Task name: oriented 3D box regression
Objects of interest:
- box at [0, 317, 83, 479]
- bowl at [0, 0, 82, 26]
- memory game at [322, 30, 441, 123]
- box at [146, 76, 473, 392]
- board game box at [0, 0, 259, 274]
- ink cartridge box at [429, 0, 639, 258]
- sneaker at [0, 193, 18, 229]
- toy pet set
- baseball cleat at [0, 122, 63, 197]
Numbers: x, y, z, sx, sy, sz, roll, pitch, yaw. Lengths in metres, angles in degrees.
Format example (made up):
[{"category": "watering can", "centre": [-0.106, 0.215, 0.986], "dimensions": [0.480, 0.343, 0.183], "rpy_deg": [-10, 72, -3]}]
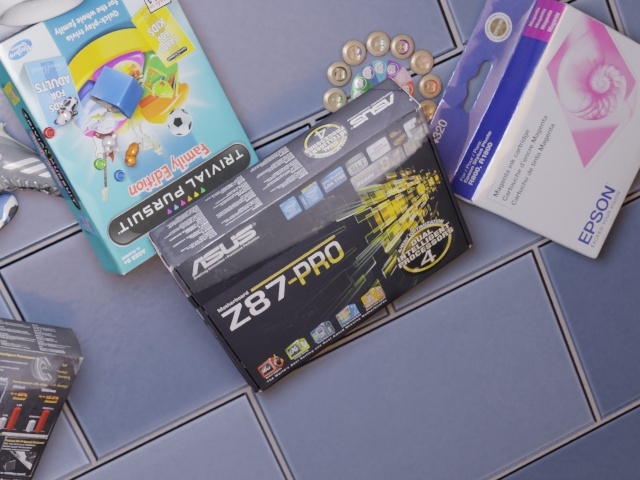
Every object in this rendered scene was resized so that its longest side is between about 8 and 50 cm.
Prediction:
[{"category": "box", "centre": [-0.502, 0.211, 1.540], "dimensions": [0.307, 0.076, 0.242], "rpy_deg": [12, 116, -32]}, {"category": "bowl", "centre": [-0.361, -0.352, 1.399], "dimensions": [0.289, 0.289, 0.156], "rpy_deg": [-20, 88, -10]}, {"category": "memory game", "centre": [0.092, -0.215, 1.708], "dimensions": [0.186, 0.012, 0.186], "rpy_deg": [-3, 102, -14]}, {"category": "box", "centre": [0.000, 0.000, 1.620], "dimensions": [0.395, 0.097, 0.318], "rpy_deg": [-33, 136, -6]}, {"category": "board game box", "centre": [-0.253, -0.163, 1.558], "dimensions": [0.253, 0.079, 0.336], "rpy_deg": [-35, 109, -24]}, {"category": "ink cartridge box", "centre": [0.345, -0.179, 1.747], "dimensions": [0.330, 0.071, 0.324], "rpy_deg": [22, 96, -21]}, {"category": "sneaker", "centre": [-0.511, -0.026, 1.557], "dimensions": [0.211, 0.080, 0.081], "rpy_deg": [-19, 109, -11]}, {"category": "toy pet set", "centre": [-0.266, -0.151, 1.467], "dimensions": [0.122, 0.065, 0.114], "rpy_deg": [31, 78, -28]}, {"category": "baseball cleat", "centre": [-0.405, -0.083, 1.563], "dimensions": [0.206, 0.072, 0.109], "rpy_deg": [31, 62, -16]}]
